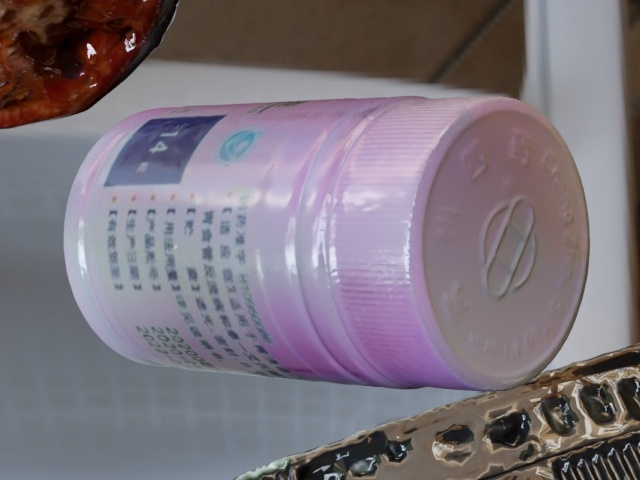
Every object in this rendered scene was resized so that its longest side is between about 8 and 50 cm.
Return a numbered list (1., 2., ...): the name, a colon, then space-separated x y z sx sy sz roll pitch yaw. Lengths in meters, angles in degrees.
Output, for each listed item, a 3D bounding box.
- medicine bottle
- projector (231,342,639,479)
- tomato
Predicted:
1. medicine bottle: 0.000 0.000 1.041 0.254 0.152 0.152 1 150 43
2. projector: 0.150 0.296 1.352 0.395 0.242 0.405 -17 141 -4
3. tomato: -0.136 -0.125 0.836 0.174 0.082 0.166 -24 148 30
